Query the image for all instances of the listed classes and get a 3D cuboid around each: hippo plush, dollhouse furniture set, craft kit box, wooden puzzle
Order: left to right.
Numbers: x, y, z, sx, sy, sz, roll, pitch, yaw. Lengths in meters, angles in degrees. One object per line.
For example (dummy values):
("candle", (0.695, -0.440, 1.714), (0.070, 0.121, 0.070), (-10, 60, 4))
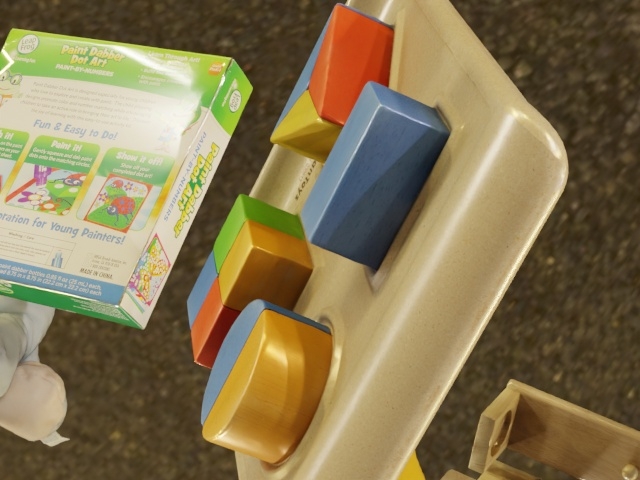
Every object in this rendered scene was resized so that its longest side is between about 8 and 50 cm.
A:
("hippo plush", (-0.294, 0.054, 1.523), (0.234, 0.294, 0.236), (21, 77, 41))
("craft kit box", (-0.217, -0.062, 1.355), (0.250, 0.061, 0.247), (12, 69, 28))
("wooden puzzle", (0.000, 0.000, 0.975), (0.080, 0.348, 0.322), (21, 109, -21))
("dollhouse furniture set", (0.153, 0.215, 1.137), (0.123, 0.151, 0.144), (21, 119, 22))

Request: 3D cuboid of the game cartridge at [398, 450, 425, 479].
("game cartridge", (0.015, 0.368, 1.443), (0.052, 0.285, 0.324), (26, 148, 43))
